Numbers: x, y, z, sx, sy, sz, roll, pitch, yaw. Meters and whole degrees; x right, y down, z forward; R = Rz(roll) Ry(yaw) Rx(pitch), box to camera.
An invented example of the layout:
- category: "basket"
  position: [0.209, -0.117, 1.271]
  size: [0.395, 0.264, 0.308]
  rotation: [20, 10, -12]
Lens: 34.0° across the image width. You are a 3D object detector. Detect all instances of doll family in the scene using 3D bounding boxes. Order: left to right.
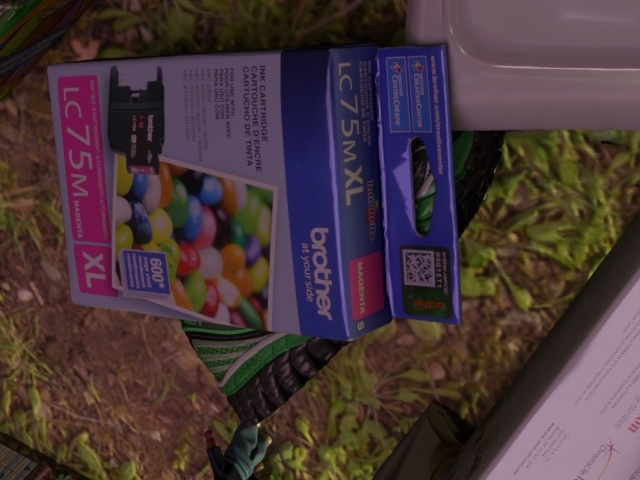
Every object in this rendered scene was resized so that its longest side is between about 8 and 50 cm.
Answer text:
- category: "doll family"
  position: [-0.053, 0.251, 0.951]
  size: [0.193, 0.111, 0.076]
  rotation: [48, 124, -6]

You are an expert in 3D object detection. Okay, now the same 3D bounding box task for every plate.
- category: "plate"
  position: [0.176, -0.198, 0.598]
  size: [0.278, 0.045, 0.277]
  rotation: [4, 98, 21]

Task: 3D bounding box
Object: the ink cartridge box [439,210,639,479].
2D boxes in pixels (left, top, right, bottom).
- category: "ink cartridge box"
  position: [0.265, 0.153, 0.699]
  size: [0.272, 0.130, 0.309]
  rotation: [34, 107, 3]

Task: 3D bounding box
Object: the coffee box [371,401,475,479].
- category: "coffee box"
  position: [0.165, 0.292, 0.845]
  size: [0.297, 0.168, 0.119]
  rotation: [34, 125, 4]

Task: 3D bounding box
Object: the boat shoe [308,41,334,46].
- category: "boat shoe"
  position: [-0.061, -0.091, 0.798]
  size: [0.183, 0.066, 0.066]
  rotation: [-13, 112, 29]

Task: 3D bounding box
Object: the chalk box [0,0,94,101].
- category: "chalk box"
  position: [-0.314, -0.183, 0.794]
  size: [0.289, 0.179, 0.180]
  rotation: [-33, 101, 34]

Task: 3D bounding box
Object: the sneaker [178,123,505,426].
- category: "sneaker"
  position: [0.000, 0.000, 0.782]
  size: [0.146, 0.134, 0.343]
  rotation: [47, 121, 4]

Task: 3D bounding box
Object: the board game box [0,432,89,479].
- category: "board game box"
  position: [-0.316, 0.350, 1.047]
  size: [0.291, 0.232, 0.141]
  rotation: [25, 125, 10]

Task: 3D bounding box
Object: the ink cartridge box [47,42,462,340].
- category: "ink cartridge box"
  position: [-0.056, -0.036, 0.713]
  size: [0.311, 0.065, 0.185]
  rotation: [4, 103, 33]
